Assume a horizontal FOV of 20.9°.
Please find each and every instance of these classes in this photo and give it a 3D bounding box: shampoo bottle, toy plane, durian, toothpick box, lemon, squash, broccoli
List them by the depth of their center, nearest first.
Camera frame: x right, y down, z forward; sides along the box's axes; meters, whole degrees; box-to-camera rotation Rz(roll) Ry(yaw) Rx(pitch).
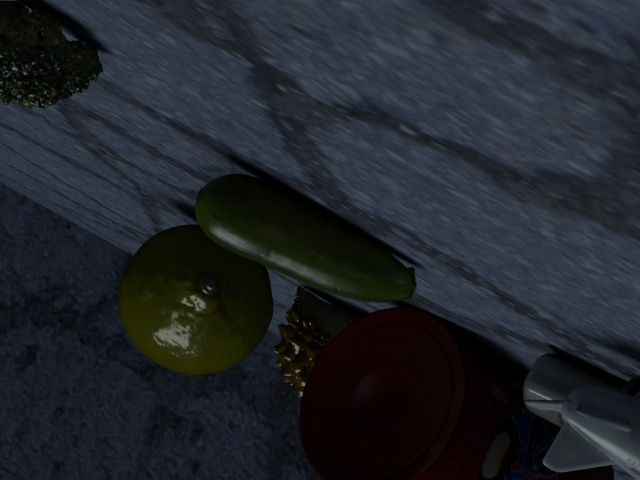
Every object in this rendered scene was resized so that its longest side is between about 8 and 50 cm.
[{"bbox_3d":[-0.203,-0.136,1.222,0.095,0.097,0.092,108,146,-62],"label":"broccoli"},{"bbox_3d":[0.287,0.171,1.326,0.255,0.101,0.251,26,174,-11],"label":"toy plane"},{"bbox_3d":[-0.011,0.001,1.450,0.201,0.066,0.066,23,175,-12],"label":"squash"},{"bbox_3d":[0.285,0.168,1.491,0.227,0.056,0.086,25,171,28],"label":"shampoo bottle"},{"bbox_3d":[0.152,0.224,1.862,0.204,0.204,0.333,23,172,42],"label":"toothpick box"},{"bbox_3d":[-0.146,0.069,2.040,0.184,0.184,0.248,29,174,1],"label":"lemon"},{"bbox_3d":[0.055,0.162,2.150,0.250,0.138,0.183,15,158,41],"label":"durian"}]
